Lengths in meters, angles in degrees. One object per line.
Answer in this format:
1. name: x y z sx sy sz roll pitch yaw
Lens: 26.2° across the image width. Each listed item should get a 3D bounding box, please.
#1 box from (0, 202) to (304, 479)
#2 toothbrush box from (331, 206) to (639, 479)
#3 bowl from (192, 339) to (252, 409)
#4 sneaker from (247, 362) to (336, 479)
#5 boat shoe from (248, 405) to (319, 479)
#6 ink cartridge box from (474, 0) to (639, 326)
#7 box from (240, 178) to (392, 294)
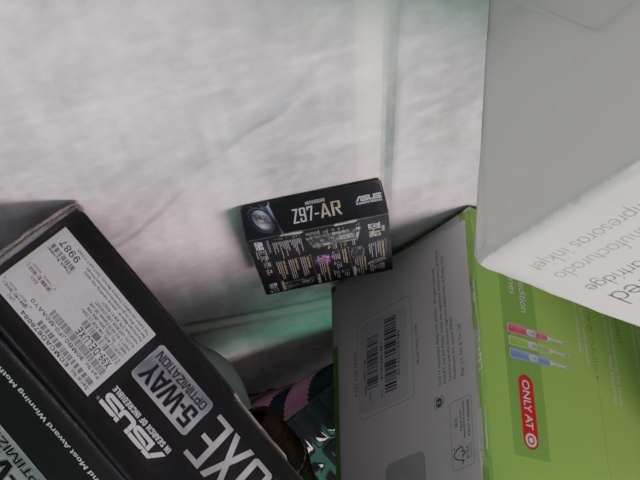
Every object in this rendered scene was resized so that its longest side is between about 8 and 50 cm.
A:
1. box: -0.092 0.160 0.656 0.242 0.307 0.076 -33 -172 48
2. toothbrush box: 0.152 0.129 0.746 0.283 0.206 0.122 16 148 -32
3. bowl: -0.126 0.095 0.800 0.142 0.053 0.142 5 155 -37
4. sneaker: -0.006 0.120 0.901 0.319 0.131 0.112 -28 115 5
5. boat shoe: -0.103 0.145 0.784 0.207 0.073 0.073 -20 122 13
6. ink cartridge box: 0.251 -0.023 0.438 0.353 0.119 0.207 20 148 -24
7. box: 0.000 0.000 0.656 0.067 0.018 0.083 -12 161 1
